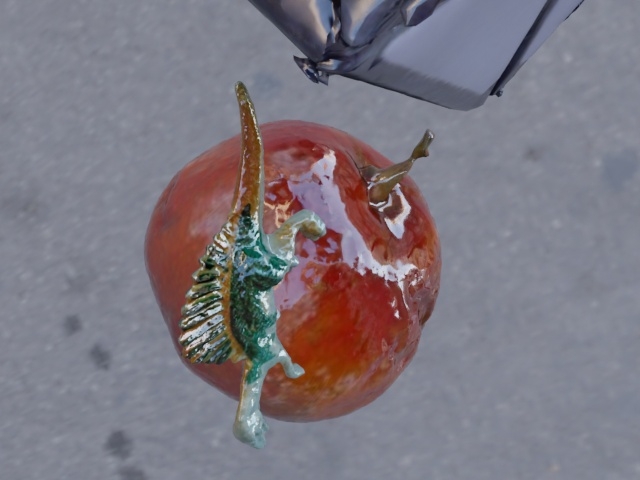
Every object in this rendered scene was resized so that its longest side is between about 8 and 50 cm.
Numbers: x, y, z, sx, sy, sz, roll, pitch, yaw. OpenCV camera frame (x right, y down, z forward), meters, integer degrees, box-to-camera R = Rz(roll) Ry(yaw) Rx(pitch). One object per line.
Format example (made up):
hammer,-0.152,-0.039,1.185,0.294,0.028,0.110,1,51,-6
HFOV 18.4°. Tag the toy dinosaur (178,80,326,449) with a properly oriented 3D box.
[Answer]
toy dinosaur,-0.043,0.021,1.036,0.106,0.044,0.187,-52,146,-31

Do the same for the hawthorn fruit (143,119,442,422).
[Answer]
hawthorn fruit,0.000,0.000,1.564,0.242,0.272,0.242,30,28,-18

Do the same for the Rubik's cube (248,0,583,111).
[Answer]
Rubik's cube,0.032,-0.266,0.852,0.307,0.305,0.310,43,11,9
